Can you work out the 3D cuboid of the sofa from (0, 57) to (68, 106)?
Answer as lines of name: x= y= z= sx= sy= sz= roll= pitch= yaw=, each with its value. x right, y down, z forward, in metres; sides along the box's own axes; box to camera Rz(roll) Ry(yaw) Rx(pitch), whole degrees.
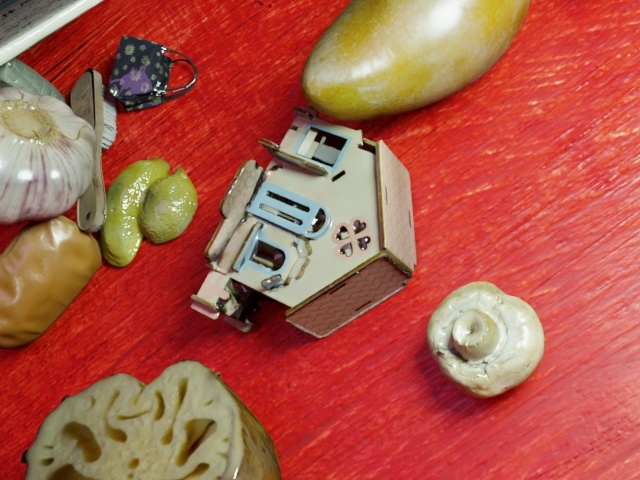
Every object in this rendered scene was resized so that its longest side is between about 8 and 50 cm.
sofa: x=-0.545 y=-0.162 z=1.600 sx=0.210 sy=0.176 sz=0.226 roll=-8 pitch=67 yaw=21

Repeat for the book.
book: x=-0.525 y=-0.392 z=1.647 sx=0.264 sy=0.031 sz=0.379 roll=-37 pitch=35 yaw=-15

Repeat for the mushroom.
mushroom: x=0.202 y=0.123 z=1.187 sx=0.148 sy=0.112 sz=0.148 roll=-14 pitch=61 yaw=28

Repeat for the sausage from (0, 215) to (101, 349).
sausage: x=-0.448 y=0.067 z=1.487 sx=0.241 sy=0.136 sz=0.120 roll=-53 pitch=28 yaw=1

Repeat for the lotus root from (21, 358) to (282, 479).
lotus root: x=-0.198 y=0.303 z=1.239 sx=0.316 sy=0.250 sz=0.316 roll=-13 pitch=54 yaw=19

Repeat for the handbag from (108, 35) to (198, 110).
handbag: x=-0.268 y=-0.272 z=1.588 sx=0.139 sy=0.072 sz=0.115 roll=6 pitch=71 yaw=13

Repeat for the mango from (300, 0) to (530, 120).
mango: x=0.134 y=-0.287 z=1.312 sx=0.384 sy=0.199 sz=0.221 roll=-38 pitch=27 yaw=-16

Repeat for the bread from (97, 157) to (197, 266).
bread: x=-0.279 y=-0.044 z=1.501 sx=0.149 sy=0.065 sz=0.188 roll=29 pitch=83 yaw=25

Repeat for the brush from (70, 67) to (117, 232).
brush: x=-0.359 y=-0.143 z=1.550 sx=0.070 sy=0.065 sz=0.328 roll=-35 pitch=48 yaw=28

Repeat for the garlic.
garlic: x=-0.478 y=-0.104 z=1.455 sx=0.253 sy=0.245 sz=0.245 roll=-50 pitch=51 yaw=42

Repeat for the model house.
model house: x=0.000 y=0.000 z=1.296 sx=0.244 sy=0.169 sz=0.326 roll=25 pitch=81 yaw=28
